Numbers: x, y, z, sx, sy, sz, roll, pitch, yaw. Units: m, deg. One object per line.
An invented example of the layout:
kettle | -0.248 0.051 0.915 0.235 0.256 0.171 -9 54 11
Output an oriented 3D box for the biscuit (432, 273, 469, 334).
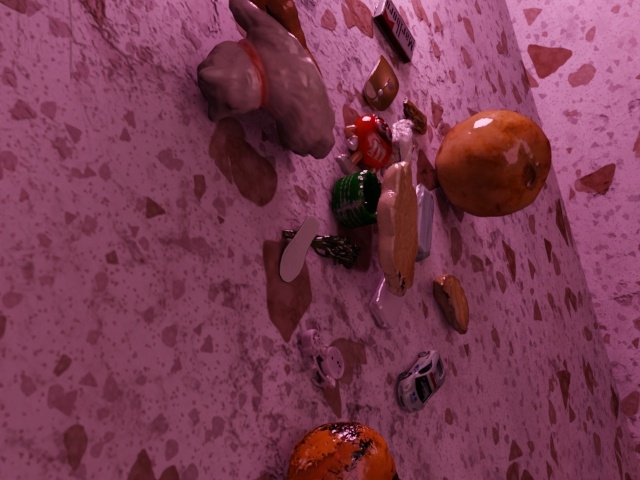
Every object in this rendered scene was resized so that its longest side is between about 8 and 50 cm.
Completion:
biscuit | 0.354 0.165 1.772 0.183 0.061 0.118 61 35 -23

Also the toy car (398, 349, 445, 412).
toy car | 0.245 0.337 1.556 0.205 0.056 0.095 -29 103 -55

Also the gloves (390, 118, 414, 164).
gloves | 0.206 -0.243 1.707 0.153 0.071 0.114 -70 160 -50

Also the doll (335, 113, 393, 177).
doll | 0.122 -0.217 1.579 0.183 0.085 0.217 49 51 -33

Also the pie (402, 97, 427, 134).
pie | 0.279 -0.354 1.895 0.170 0.034 0.091 22 57 -56

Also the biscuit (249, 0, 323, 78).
biscuit | -0.071 -0.373 1.286 0.047 0.202 0.333 -36 137 -9

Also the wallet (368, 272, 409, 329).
wallet | 0.168 0.129 1.549 0.095 0.033 0.190 55 38 -23

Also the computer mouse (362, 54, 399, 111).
computer mouse | 0.167 -0.426 1.755 0.102 0.045 0.199 53 39 -24

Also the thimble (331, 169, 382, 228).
thimble | 0.085 -0.090 1.467 0.130 0.090 0.118 -48 118 -51

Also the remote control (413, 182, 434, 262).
remote control | 0.261 -0.050 1.735 0.104 0.052 0.247 47 40 -36

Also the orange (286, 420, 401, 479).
orange | 0.036 0.430 1.116 0.234 0.183 0.234 18 70 -61

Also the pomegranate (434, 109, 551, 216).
pomegranate | 0.499 -0.228 1.935 0.338 0.338 0.337 26 57 -48

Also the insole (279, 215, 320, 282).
insole | -0.041 0.016 1.288 0.053 0.002 0.152 41 61 -20

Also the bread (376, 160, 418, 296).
bread | 0.177 -0.029 1.483 0.316 0.054 0.315 0 90 -70

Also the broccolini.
broccolini | -0.006 0.012 1.355 0.201 0.058 0.074 11 25 -34

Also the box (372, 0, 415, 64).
box | 0.219 -0.618 1.909 0.177 0.036 0.115 48 42 -33

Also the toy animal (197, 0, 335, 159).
toy animal | -0.101 -0.246 1.228 0.188 0.266 0.307 -56 166 -32

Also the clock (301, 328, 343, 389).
clock | 0.002 0.230 1.268 0.129 0.041 0.087 55 35 -33
